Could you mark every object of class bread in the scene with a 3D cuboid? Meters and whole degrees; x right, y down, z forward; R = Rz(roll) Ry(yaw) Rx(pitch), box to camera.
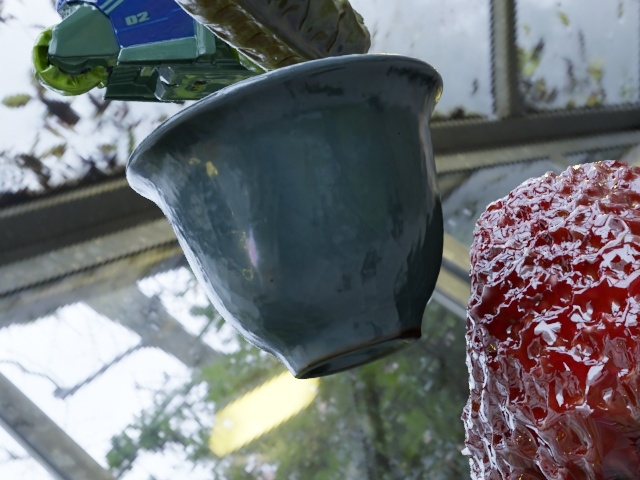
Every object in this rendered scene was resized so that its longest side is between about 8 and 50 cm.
[{"bbox_3d":[-0.054,-0.216,1.074,0.269,0.098,0.087,32,-126,-54],"label":"bread"}]

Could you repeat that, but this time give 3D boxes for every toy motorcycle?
[{"bbox_3d":[-0.186,-0.268,1.496,0.326,0.199,0.191,0,-13,-19],"label":"toy motorcycle"}]

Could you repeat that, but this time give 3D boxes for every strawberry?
[{"bbox_3d":[0.202,0.092,0.846,0.267,0.351,0.312,10,-59,-33],"label":"strawberry"}]

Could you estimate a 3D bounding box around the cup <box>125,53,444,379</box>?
[{"bbox_3d":[0.000,0.000,0.729,0.199,0.150,0.199,-17,-12,-4],"label":"cup"}]
